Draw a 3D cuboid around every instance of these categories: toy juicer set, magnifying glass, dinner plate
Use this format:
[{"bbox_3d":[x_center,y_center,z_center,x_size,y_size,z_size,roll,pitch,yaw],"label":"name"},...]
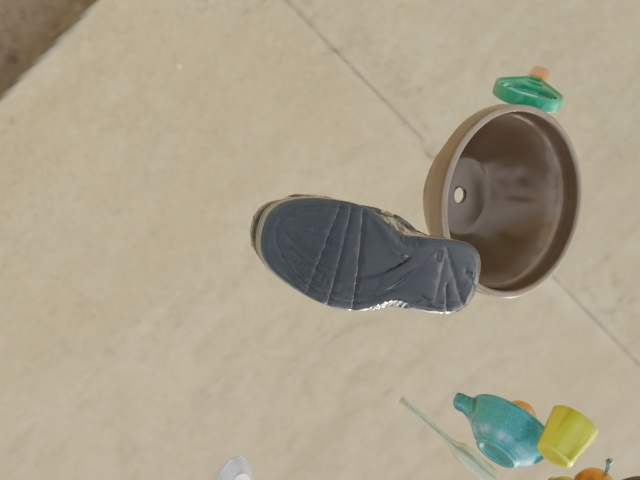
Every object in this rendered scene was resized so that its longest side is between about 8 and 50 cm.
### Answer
[{"bbox_3d":[0.286,0.289,1.921,0.089,0.329,0.209,-53,121,-23],"label":"toy juicer set"},{"bbox_3d":[0.285,-0.206,1.836,0.231,0.092,0.026,-50,155,-68],"label":"magnifying glass"},{"bbox_3d":[-0.132,0.401,2.088,0.141,0.017,0.141,6,90,-65],"label":"dinner plate"}]

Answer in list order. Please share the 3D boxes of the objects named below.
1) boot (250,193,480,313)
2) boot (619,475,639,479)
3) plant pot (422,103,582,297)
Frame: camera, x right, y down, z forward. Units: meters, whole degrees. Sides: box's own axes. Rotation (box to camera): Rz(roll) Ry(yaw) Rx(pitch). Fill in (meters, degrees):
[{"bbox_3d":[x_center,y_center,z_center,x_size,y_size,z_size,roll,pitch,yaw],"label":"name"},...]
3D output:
[{"bbox_3d":[0.000,0.002,1.168,0.236,0.178,0.085,13,94,-40],"label":"boot"},{"bbox_3d":[0.337,0.380,1.665,0.244,0.176,0.088,-28,107,-9],"label":"boot"},{"bbox_3d":[0.204,-0.053,1.686,0.237,0.109,0.237,-7,101,-37],"label":"plant pot"}]
